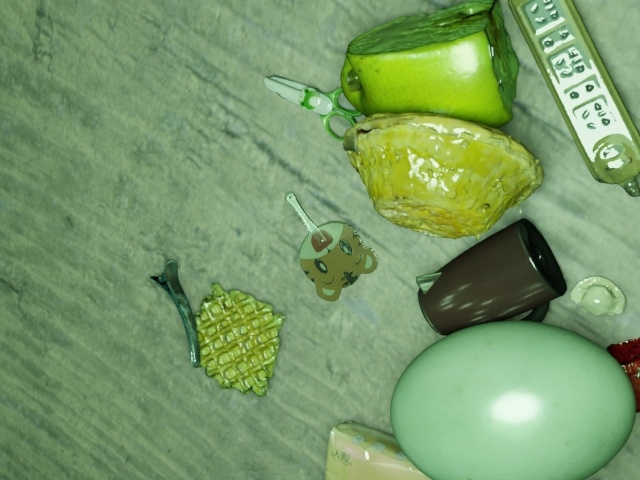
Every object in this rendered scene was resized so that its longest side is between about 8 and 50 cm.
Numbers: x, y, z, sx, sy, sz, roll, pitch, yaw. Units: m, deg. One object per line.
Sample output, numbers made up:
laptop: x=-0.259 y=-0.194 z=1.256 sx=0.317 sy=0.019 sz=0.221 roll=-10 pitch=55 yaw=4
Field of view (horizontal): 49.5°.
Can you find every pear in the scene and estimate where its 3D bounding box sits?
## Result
pear: x=0.166 y=-0.260 z=1.118 sx=0.282 sy=0.286 sz=0.176 roll=-6 pitch=118 yaw=22

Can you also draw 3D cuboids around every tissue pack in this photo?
tissue pack: x=0.136 y=0.476 z=1.345 sx=0.257 sy=0.123 sz=0.214 roll=12 pitch=107 yaw=26

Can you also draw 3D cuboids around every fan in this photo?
fan: x=0.000 y=0.000 z=1.361 sx=0.152 sy=0.008 sz=0.226 roll=-38 pitch=87 yaw=24

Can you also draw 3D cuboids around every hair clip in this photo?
hair clip: x=-0.292 y=0.152 z=1.447 sx=0.070 sy=0.039 sz=0.229 roll=-39 pitch=63 yaw=23

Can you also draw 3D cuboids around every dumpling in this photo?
dumpling: x=0.475 y=0.096 z=1.186 sx=0.076 sy=0.057 sz=0.052 roll=1 pitch=141 yaw=44

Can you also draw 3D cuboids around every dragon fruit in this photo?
dragon fruit: x=0.555 y=0.217 z=1.135 sx=0.161 sy=0.120 sz=0.127 roll=-23 pitch=97 yaw=19

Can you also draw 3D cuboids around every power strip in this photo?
power strip: x=0.424 y=-0.242 z=1.121 sx=0.092 sy=0.066 sz=0.387 roll=-27 pitch=91 yaw=26

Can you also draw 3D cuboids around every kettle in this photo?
kettle: x=0.298 y=0.091 z=1.213 sx=0.232 sy=0.144 sz=0.202 roll=-31 pitch=119 yaw=30

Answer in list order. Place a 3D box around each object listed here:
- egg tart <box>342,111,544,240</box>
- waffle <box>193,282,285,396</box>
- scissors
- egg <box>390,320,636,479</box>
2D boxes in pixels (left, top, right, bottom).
egg tart: x=0.183 y=-0.090 z=1.101 sx=0.342 sy=0.341 sz=0.132 roll=10 pitch=76 yaw=19
waffle: x=-0.179 y=0.209 z=1.448 sx=0.204 sy=0.054 sz=0.223 roll=18 pitch=105 yaw=17
scissors: x=-0.014 y=-0.265 z=1.303 sx=0.205 sy=0.027 sz=0.101 roll=27 pitch=108 yaw=12
egg: x=0.296 y=0.268 z=1.114 sx=0.389 sy=0.276 sz=0.276 roll=-14 pitch=95 yaw=32
